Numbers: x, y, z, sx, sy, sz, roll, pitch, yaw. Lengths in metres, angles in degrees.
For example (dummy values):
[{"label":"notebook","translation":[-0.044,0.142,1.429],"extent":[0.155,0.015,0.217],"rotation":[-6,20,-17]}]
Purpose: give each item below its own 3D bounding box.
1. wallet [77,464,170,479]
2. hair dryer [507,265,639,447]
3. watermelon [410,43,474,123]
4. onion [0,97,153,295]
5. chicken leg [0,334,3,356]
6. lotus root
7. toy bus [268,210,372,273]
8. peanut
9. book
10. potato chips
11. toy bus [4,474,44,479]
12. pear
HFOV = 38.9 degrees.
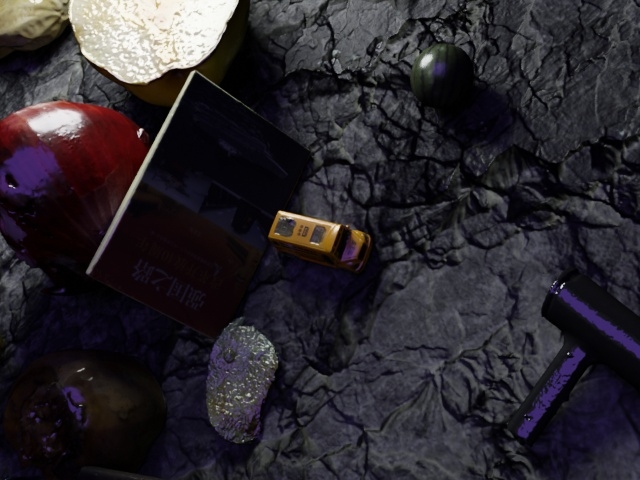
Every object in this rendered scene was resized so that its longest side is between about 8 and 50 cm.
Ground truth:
[{"label":"wallet","translation":[-0.206,0.421,1.360],"extent":[0.321,0.170,0.044],"rotation":[3,38,21]},{"label":"hair dryer","translation":[0.362,0.192,1.300],"extent":[0.197,0.089,0.251],"rotation":[40,96,25]},{"label":"watermelon","translation":[0.201,-0.261,1.512],"extent":[0.105,0.105,0.133],"rotation":[12,98,23]},{"label":"onion","translation":[-0.416,-0.081,1.529],"extent":[0.341,0.341,0.341],"rotation":[-7,68,17]},{"label":"chicken leg","translation":[-0.785,0.266,1.646],"extent":[0.429,0.152,0.201],"rotation":[-18,53,20]},{"label":"lotus root","translation":[-0.406,0.287,1.478],"extent":[0.272,0.192,0.272],"rotation":[-4,77,16]},{"label":"toy bus","translation":[0.000,0.000,1.494],"extent":[0.162,0.074,0.069],"rotation":[14,74,25]},{"label":"peanut","translation":[-0.634,-0.440,1.860],"extent":[0.290,0.130,0.130],"rotation":[-17,65,15]},{"label":"book","translation":[-0.189,-0.053,1.494],"extent":[0.028,0.263,0.373],"rotation":[8,69,55]},{"label":"potato chips","translation":[-0.126,0.223,1.478],"extent":[0.142,0.026,0.209],"rotation":[-22,65,3]},{"label":"toy bus","translation":[-0.491,0.476,1.460],"extent":[0.101,0.088,0.175],"rotation":[29,95,28]},{"label":"pear","translation":[-0.271,-0.405,1.679],"extent":[0.340,0.191,0.386],"rotation":[-17,65,9]}]
